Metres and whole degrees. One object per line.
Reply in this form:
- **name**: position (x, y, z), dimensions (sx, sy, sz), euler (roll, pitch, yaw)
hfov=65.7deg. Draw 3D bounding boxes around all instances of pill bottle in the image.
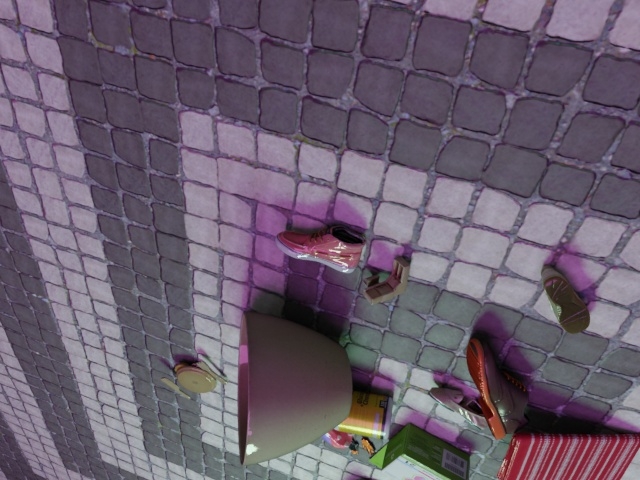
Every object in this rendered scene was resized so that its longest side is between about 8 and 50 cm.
- **pill bottle**: position (0.086, 0.430, 1.244), dimensions (0.184, 0.103, 0.103), euler (7, 128, 10)

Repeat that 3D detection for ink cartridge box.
- **ink cartridge box**: position (0.253, 0.629, 1.339), dimensions (0.189, 0.097, 0.255), euler (29, 130, 0)

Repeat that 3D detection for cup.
- **cup**: position (-0.062, 0.327, 1.132), dimensions (0.237, 0.331, 0.331), euler (1, 130, -12)

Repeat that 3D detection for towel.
- **towel**: position (0.552, 0.493, 1.113), dimensions (0.275, 0.031, 0.199), euler (0, 125, 1)

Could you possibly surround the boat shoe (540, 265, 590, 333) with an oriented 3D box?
- **boat shoe**: position (0.447, 0.110, 0.909), dimensions (0.056, 0.048, 0.153), euler (-31, 116, 24)

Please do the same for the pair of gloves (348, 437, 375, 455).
- **pair of gloves**: position (0.114, 0.591, 1.423), dimensions (0.083, 0.010, 0.074), euler (-8, 121, 30)

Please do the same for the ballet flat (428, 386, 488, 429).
- **ballet flat**: position (0.329, 0.380, 1.159), dimensions (0.168, 0.057, 0.052), euler (34, 103, -9)

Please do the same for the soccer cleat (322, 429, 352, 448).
- **soccer cleat**: position (-0.010, 0.478, 1.349), dimensions (0.248, 0.083, 0.095), euler (48, 140, -16)

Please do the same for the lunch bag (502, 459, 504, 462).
- **lunch bag**: position (0.493, 0.583, 1.222), dimensions (0.083, 0.071, 0.053), euler (-8, 118, 29)

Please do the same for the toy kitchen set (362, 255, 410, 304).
- **toy kitchen set**: position (0.122, 0.071, 0.995), dimensions (0.068, 0.083, 0.075), euler (47, 145, 42)

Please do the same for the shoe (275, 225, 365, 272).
- **shoe**: position (0.000, 0.000, 0.995), dimensions (0.178, 0.063, 0.081), euler (19, 129, 1)

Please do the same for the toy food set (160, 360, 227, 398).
- **toy food set**: position (-0.369, 0.404, 1.471), dimensions (0.192, 0.038, 0.132), euler (-27, 119, 30)

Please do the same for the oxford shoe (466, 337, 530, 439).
- **oxford shoe**: position (0.383, 0.307, 1.064), dimensions (0.098, 0.097, 0.271), euler (-21, 118, 6)
